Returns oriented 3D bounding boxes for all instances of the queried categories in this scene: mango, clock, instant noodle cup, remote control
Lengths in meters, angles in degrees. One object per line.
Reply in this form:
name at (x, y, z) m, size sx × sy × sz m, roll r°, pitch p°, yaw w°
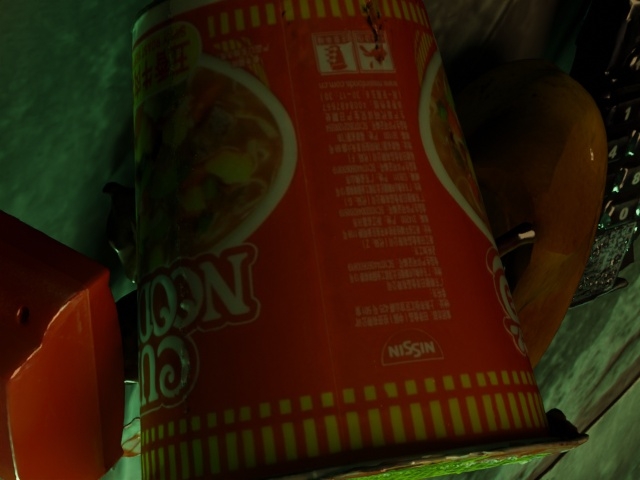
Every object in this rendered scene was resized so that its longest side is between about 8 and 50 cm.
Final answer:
mango at (0.080, 0.007, 1.093) m, size 0.236 × 0.136 × 0.166 m, roll -58°, pitch 157°, yaw 6°
clock at (-0.159, 0.033, 0.806) m, size 0.061 × 0.155 × 0.113 m, roll -41°, pitch 146°, yaw -36°
instant noodle cup at (0.000, 0.000, 0.818) m, size 0.193 × 0.212 × 0.193 m, roll -8°, pitch 171°, yaw -1°
remote control at (0.202, -0.135, 1.159) m, size 0.144 × 0.062 × 0.399 m, roll -17°, pitch 133°, yaw -42°

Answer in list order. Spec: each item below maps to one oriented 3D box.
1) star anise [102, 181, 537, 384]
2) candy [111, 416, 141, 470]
star anise at (-0.029, 0.033, 0.959) m, size 0.220 × 0.190 × 0.126 m, roll -57°, pitch 172°, yaw 6°
candy at (-0.023, 0.113, 1.140) m, size 0.292 × 0.059 × 0.086 m, roll -5°, pitch 125°, yaw -49°
